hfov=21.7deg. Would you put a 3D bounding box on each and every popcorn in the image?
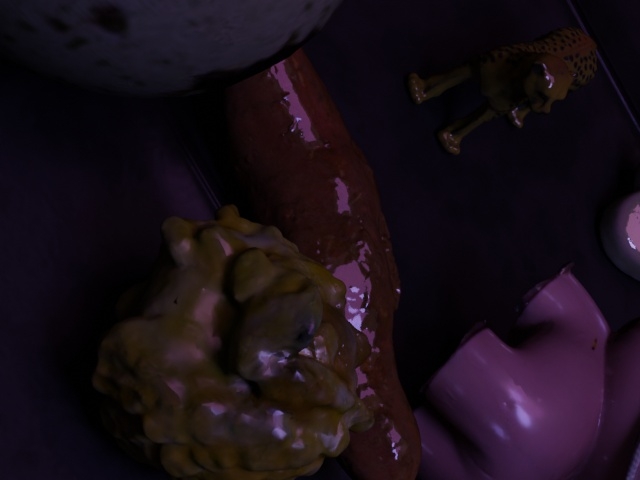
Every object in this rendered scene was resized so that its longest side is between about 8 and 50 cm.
[{"bbox_3d":[-0.053,0.064,0.998,0.142,0.173,0.173,13,58,-80],"label":"popcorn"}]

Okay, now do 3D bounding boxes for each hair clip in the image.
[{"bbox_3d":[0.327,-0.002,1.461,0.218,0.071,0.159,-6,80,-41],"label":"hair clip"}]

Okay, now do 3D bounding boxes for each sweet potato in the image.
[{"bbox_3d":[-0.001,-0.002,1.115,0.106,0.095,0.355,86,-12,-84],"label":"sweet potato"}]

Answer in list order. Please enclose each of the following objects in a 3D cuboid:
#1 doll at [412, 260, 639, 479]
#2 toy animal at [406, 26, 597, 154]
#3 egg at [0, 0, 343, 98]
[{"bbox_3d":[0.214,0.161,1.153,0.268,0.284,0.216,43,44,17],"label":"doll"},{"bbox_3d":[0.170,-0.127,1.301,0.181,0.136,0.073,-16,85,-47],"label":"toy animal"},{"bbox_3d":[-0.139,-0.245,0.942,0.379,0.287,0.287,32,52,-16],"label":"egg"}]
